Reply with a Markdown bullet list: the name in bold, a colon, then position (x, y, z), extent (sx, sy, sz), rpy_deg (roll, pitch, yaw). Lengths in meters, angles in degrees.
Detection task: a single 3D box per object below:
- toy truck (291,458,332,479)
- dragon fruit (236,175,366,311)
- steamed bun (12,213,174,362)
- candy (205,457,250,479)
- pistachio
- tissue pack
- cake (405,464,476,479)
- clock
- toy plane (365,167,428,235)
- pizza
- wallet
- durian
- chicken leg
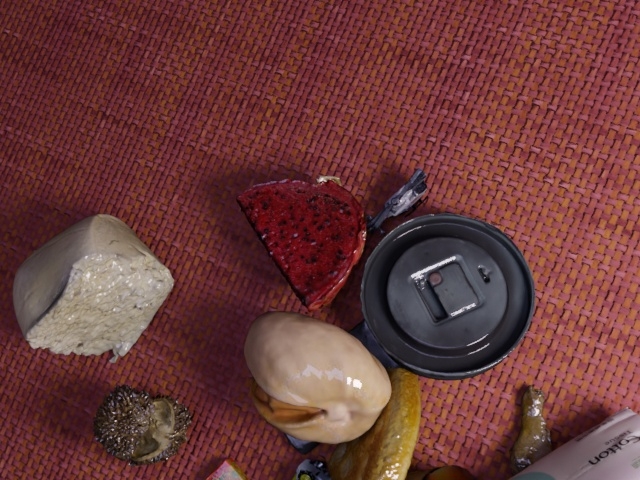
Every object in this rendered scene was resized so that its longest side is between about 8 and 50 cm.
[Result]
- **toy truck**: position (-0.004, 0.483, 1.579), extent (0.111, 0.076, 0.077), rpy_deg (34, 107, 16)
- **dragon fruit**: position (0.000, 0.000, 1.628), extent (0.205, 0.152, 0.317), rpy_deg (-33, 57, -1)
- **steamed bun**: position (-0.493, 0.087, 1.681), extent (0.290, 0.272, 0.273), rpy_deg (-40, 72, 1)
- **candy**: position (-0.168, 0.501, 1.633), extent (0.062, 0.038, 0.122), rpy_deg (-45, 72, 3)
- **pistachio**: position (-0.014, 0.248, 1.510), extent (0.308, 0.230, 0.230), rpy_deg (25, 86, 44)
- **tissue pack**: position (0.443, 0.457, 1.319), extent (0.356, 0.266, 0.194), rpy_deg (-32, 100, -3)
- **cake**: position (0.186, 0.507, 1.475), extent (0.178, 0.185, 0.208), rpy_deg (-19, 98, 46)
- **clock**: position (0.237, 0.105, 1.541), extent (0.324, 0.067, 0.325), rpy_deg (-2, 66, 5)
- **toy plane**: position (0.148, -0.068, 1.637), extent (0.197, 0.078, 0.053), rpy_deg (-43, 74, 19)
- **pizza**: position (0.116, 0.372, 1.462), extent (0.087, 0.268, 0.258), rpy_deg (28, 98, -10)
- **wallet**: position (0.031, 0.290, 1.624), extent (0.285, 0.030, 0.146), rpy_deg (-38, 75, 6)
- **durian**: position (-0.362, 0.365, 1.651), extent (0.196, 0.196, 0.167), rpy_deg (37, 81, 18)
- **chicken leg**: position (0.389, 0.364, 1.496), extent (0.084, 0.069, 0.198), rpy_deg (0, 73, 14)
